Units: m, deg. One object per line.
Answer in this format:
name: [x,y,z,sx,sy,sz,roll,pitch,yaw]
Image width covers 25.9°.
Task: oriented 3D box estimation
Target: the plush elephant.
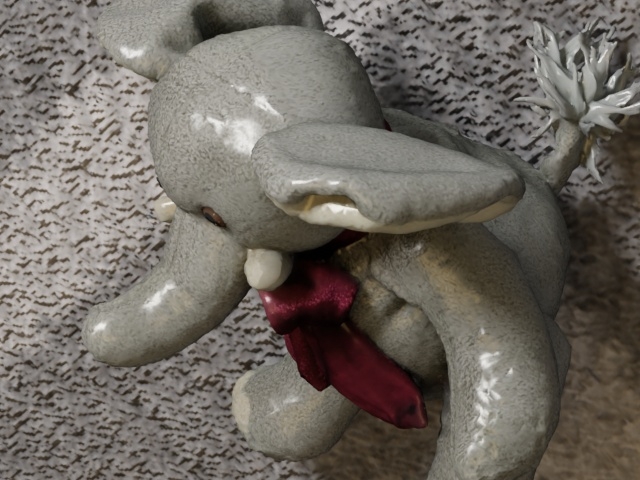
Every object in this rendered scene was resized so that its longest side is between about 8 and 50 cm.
plush elephant: [0.000,0.000,0.716,0.255,0.272,0.330,19,104,-32]
